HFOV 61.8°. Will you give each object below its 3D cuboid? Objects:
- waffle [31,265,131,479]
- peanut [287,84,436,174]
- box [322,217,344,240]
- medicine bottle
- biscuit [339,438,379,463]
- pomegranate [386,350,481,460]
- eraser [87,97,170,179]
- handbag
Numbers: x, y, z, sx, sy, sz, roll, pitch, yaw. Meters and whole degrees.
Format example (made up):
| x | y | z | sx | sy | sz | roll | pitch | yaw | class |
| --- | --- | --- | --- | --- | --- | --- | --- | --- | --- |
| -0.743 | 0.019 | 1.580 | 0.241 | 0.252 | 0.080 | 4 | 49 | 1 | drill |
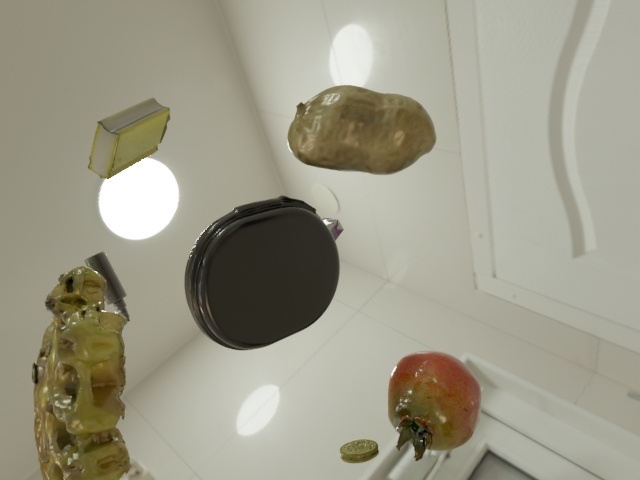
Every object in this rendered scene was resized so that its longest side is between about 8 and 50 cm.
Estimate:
| x | y | z | sx | sy | sz | roll | pitch | yaw | class |
| --- | --- | --- | --- | --- | --- | --- | --- | --- | --- |
| -0.160 | 0.088 | 0.348 | 0.051 | 0.194 | 0.149 | 0 | -95 | -27 | waffle |
| 0.058 | -0.163 | 0.784 | 0.129 | 0.224 | 0.129 | 5 | -90 | -74 | peanut |
| 0.000 | 0.000 | 1.214 | 0.117 | 0.050 | 0.036 | -54 | -50 | -28 | box |
| -0.559 | 0.129 | 1.429 | 0.057 | 0.057 | 0.199 | -29 | -84 | -35 | medicine bottle |
| 0.082 | 0.445 | 1.130 | 0.083 | 0.083 | 0.023 | -7 | -92 | -45 | biscuit |
| 0.246 | 0.369 | 1.191 | 0.257 | 0.220 | 0.221 | -46 | -43 | -44 | pomegranate |
| -0.488 | -0.262 | 1.377 | 0.158 | 0.069 | 0.226 | -60 | -4 | 37 | eraser |
| -0.098 | 0.055 | 0.952 | 0.307 | 0.093 | 0.254 | -18 | -75 | -37 | handbag |
